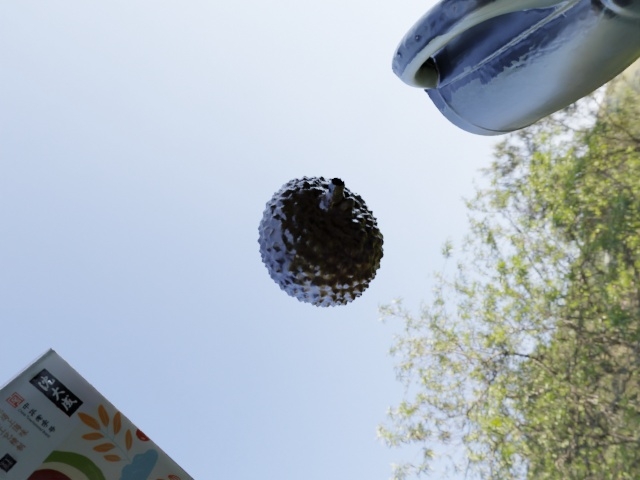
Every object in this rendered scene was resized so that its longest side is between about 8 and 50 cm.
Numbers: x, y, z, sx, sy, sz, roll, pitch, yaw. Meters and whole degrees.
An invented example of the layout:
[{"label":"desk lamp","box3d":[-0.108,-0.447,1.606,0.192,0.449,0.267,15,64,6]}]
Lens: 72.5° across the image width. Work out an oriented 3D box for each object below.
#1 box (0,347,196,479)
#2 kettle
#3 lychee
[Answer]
[{"label":"box","box3d":[-0.350,0.393,0.544,0.385,0.122,0.344,49,-156,-10]},{"label":"kettle","box3d":[0.248,-0.269,0.536,0.321,0.324,0.228,-13,-89,-9]},{"label":"lychee","box3d":[0.000,0.000,0.654,0.200,0.200,0.238,-47,-15,-34]}]
